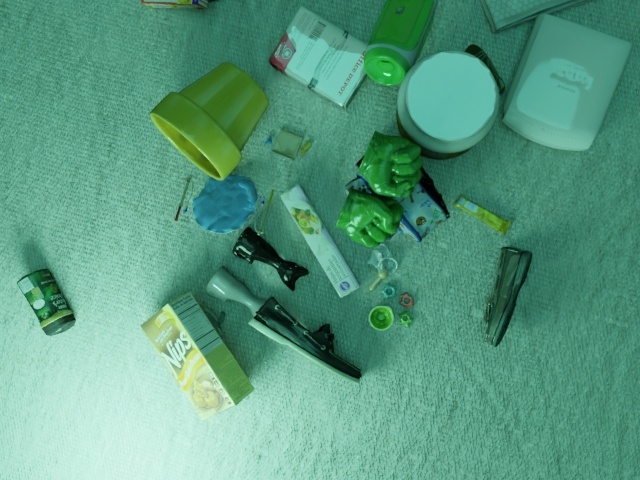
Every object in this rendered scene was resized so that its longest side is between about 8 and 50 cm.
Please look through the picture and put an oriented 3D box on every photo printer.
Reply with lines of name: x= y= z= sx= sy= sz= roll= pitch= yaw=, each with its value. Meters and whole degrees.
photo printer: x=0.623 y=-0.395 z=1.843 sx=0.256 sy=0.107 sz=0.307 roll=22 pitch=93 yaw=4

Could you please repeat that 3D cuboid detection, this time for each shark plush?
shark plush: x=-0.304 y=0.265 z=1.969 sx=0.073 sy=0.067 sz=0.161 roll=0 pitch=92 yaw=5

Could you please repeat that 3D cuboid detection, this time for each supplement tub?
supplement tub: x=0.307 y=-0.328 z=1.762 sx=0.241 sy=0.331 sz=0.241 roll=0 pitch=91 yaw=5

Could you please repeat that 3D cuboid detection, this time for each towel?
towel: x=0.556 y=-0.741 z=1.868 sx=0.332 sy=0.053 sz=0.316 roll=-19 pitch=90 yaw=5

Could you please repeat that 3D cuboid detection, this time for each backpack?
backpack: x=0.194 y=-0.115 z=1.825 sx=0.263 sy=0.276 sz=0.213 roll=43 pitch=100 yaw=-4

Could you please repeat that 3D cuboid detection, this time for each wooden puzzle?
wooden puzzle: x=-0.089 y=-0.262 z=1.962 sx=0.116 sy=0.014 sz=0.078 roll=29 pitch=90 yaw=4

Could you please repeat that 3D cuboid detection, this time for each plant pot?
plant pot: x=-0.272 y=-0.326 z=1.872 sx=0.254 sy=0.254 sz=0.239 roll=40 pitch=80 yaw=3

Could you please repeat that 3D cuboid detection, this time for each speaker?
speaker: x=0.207 y=-0.541 z=1.817 sx=0.131 sy=0.131 sz=0.296 roll=20 pitch=67 yaw=4

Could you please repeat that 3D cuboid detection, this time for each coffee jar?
coffee jar: x=-0.759 y=0.174 z=1.996 sx=0.079 sy=0.096 sz=0.184 roll=-29 pitch=90 yaw=8

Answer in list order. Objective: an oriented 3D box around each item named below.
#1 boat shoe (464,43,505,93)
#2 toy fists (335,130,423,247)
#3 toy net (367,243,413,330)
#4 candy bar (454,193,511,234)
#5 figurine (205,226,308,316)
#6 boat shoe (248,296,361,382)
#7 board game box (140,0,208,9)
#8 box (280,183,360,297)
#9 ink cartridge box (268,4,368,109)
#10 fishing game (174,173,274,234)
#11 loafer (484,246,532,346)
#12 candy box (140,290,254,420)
boat shoe: x=0.436 y=-0.450 z=1.896 sx=0.056 sy=0.048 sz=0.153 roll=-40 pitch=81 yaw=17
toy fists: x=0.142 y=-0.110 z=1.662 sx=0.142 sy=0.096 sz=0.279 roll=22 pitch=113 yaw=0
toy net: x=0.187 y=0.123 z=1.931 sx=0.122 sy=0.045 sz=0.232 roll=-3 pitch=91 yaw=6
candy bar: x=0.432 y=-0.071 z=1.915 sx=0.161 sy=0.018 sz=0.040 roll=30 pitch=91 yaw=4
figurine: x=-0.172 y=0.108 z=1.948 sx=0.209 sy=0.092 sz=0.215 roll=35 pitch=95 yaw=-1
boat shoe: x=-0.021 y=0.262 z=1.914 sx=0.340 sy=0.127 sz=0.113 roll=30 pitch=80 yaw=-3
board game box: x=-0.385 y=-0.703 z=1.931 sx=0.194 sy=0.045 sz=0.146 roll=10 pitch=93 yaw=25
box: x=0.000 y=0.000 z=1.935 sx=0.063 sy=0.067 sz=0.324 roll=-31 pitch=90 yaw=6
ink cartridge box: x=0.010 y=-0.480 z=1.901 sx=0.237 sy=0.100 sz=0.172 roll=32 pitch=94 yaw=4
fishing game: x=-0.257 y=-0.100 z=1.945 sx=0.264 sy=0.041 sz=0.189 roll=5 pitch=67 yaw=15
loafer: x=0.477 y=0.145 z=1.893 sx=0.084 sy=0.096 sz=0.267 roll=20 pitch=87 yaw=24
candy box: x=-0.332 y=0.312 z=1.920 sx=0.183 sy=0.087 sz=0.316 roll=-35 pitch=89 yaw=44
